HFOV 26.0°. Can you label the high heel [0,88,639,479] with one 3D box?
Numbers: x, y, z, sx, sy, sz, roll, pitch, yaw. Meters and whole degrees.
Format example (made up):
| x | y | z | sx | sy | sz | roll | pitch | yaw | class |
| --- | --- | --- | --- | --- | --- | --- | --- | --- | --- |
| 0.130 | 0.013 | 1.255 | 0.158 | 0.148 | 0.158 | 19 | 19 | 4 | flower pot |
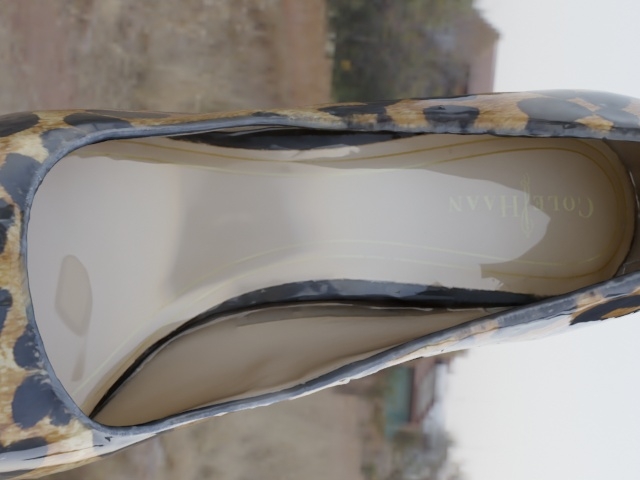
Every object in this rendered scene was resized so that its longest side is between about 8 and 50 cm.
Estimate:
| x | y | z | sx | sy | sz | roll | pitch | yaw | class |
| --- | --- | --- | --- | --- | --- | --- | --- | --- | --- |
| 0.000 | 0.000 | 0.342 | 0.261 | 0.186 | 0.093 | -12 | 92 | -57 | high heel |
